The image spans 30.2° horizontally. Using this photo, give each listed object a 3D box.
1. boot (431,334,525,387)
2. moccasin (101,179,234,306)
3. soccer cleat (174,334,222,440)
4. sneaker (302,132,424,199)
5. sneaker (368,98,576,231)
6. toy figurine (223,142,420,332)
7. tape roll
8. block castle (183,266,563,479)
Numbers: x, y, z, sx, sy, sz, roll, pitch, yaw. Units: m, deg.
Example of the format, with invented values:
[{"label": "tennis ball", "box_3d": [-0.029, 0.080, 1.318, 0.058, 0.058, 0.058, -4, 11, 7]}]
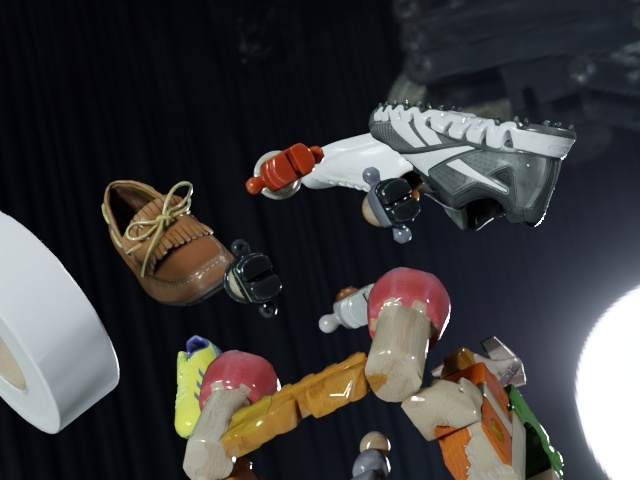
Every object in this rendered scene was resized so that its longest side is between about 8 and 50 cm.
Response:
[{"label": "boot", "box_3d": [0.227, 0.192, 1.673, 0.118, 0.087, 0.042, -29, 2, 5]}, {"label": "moccasin", "box_3d": [-0.239, -0.010, 1.814, 0.139, 0.147, 0.380, -30, 29, -11]}, {"label": "soccer cleat", "box_3d": [-0.244, 0.277, 2.257, 0.093, 0.121, 0.289, -34, 15, 15]}, {"label": "sneaker", "box_3d": [0.080, -0.102, 1.874, 0.290, 0.123, 0.106, -15, -10, 41]}, {"label": "sneaker", "box_3d": [0.118, -0.064, 1.044, 0.078, 0.106, 0.234, 3, 9, -39]}, {"label": "toy figurine", "box_3d": [0.000, 0.000, 1.414, 0.209, 0.213, 0.148, 15, -7, -10]}, {"label": "tape roll", "box_3d": [-0.382, 0.105, 1.506, 0.100, 0.286, 0.286, -39, 1, -29]}, {"label": "block castle", "box_3d": [0.096, 0.274, 1.242, 0.303, 0.453, 0.213, -28, 15, 20]}]
